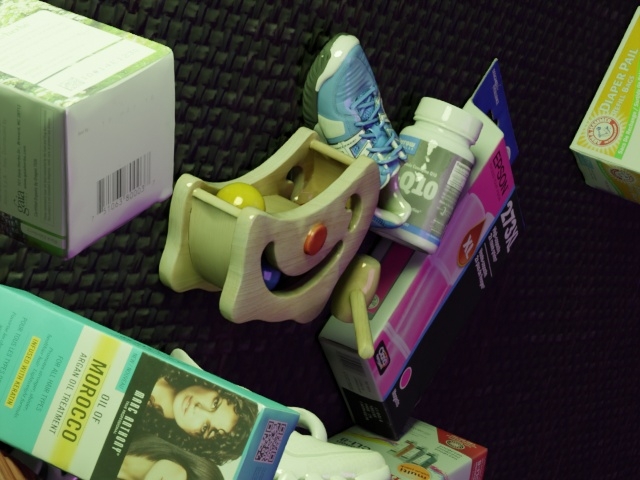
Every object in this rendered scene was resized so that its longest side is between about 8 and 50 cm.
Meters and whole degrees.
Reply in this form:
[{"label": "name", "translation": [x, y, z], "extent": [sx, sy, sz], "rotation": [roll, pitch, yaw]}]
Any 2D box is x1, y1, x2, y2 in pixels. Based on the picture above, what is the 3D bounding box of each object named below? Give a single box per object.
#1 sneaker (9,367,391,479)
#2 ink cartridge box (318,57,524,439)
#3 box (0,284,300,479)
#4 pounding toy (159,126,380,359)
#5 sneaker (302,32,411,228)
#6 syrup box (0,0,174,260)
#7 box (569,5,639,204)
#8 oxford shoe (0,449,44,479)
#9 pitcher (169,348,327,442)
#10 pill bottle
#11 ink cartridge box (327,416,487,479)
[{"label": "sneaker", "translation": [-0.087, 0.150, 1.457], "extent": [0.110, 0.292, 0.118], "rotation": [125, -30, -67]}, {"label": "ink cartridge box", "translation": [0.128, 0.008, 1.983], "extent": [0.371, 0.069, 0.175], "rotation": [-59, 153, -24]}, {"label": "box", "translation": [-0.144, 0.117, 1.332], "extent": [0.060, 0.244, 0.100], "rotation": [25, 87, -64]}, {"label": "pounding toy", "translation": [0.000, 0.000, 1.620], "extent": [0.269, 0.155, 0.154], "rotation": [4, 110, -63]}, {"label": "sneaker", "translation": [0.039, -0.095, 1.707], "extent": [0.080, 0.081, 0.211], "rotation": [-49, 147, -31]}, {"label": "syrup box", "translation": [-0.202, -0.084, 1.077], "extent": [0.093, 0.237, 0.096], "rotation": [-36, 138, -47]}, {"label": "box", "translation": [0.394, -0.158, 2.314], "extent": [0.203, 0.103, 0.114], "rotation": [-63, 154, -11]}, {"label": "oxford shoe", "translation": [-0.298, 0.183, 1.218], "extent": [0.146, 0.140, 0.397], "rotation": [-42, 141, 6]}, {"label": "pitcher", "translation": [-0.105, 0.203, 1.548], "extent": [0.207, 0.178, 0.125], "rotation": [-56, 137, -26]}, {"label": "pill bottle", "translation": [0.101, -0.062, 1.854], "extent": [0.137, 0.078, 0.078], "rotation": [-67, 154, -3]}, {"label": "ink cartridge box", "translation": [0.067, 0.269, 1.983], "extent": [0.176, 0.128, 0.127], "rotation": [-20, 126, -58]}]
